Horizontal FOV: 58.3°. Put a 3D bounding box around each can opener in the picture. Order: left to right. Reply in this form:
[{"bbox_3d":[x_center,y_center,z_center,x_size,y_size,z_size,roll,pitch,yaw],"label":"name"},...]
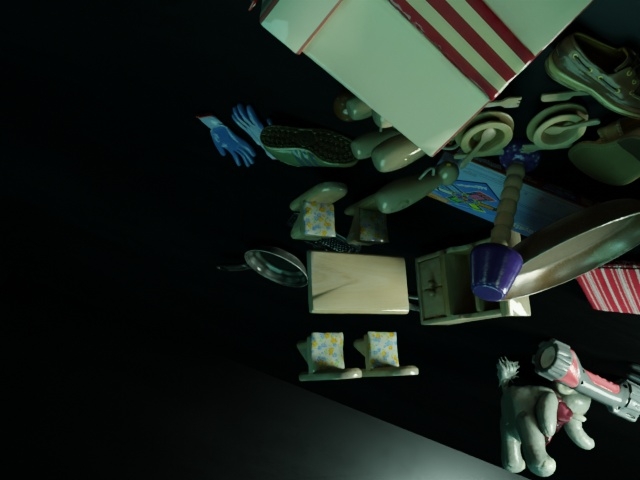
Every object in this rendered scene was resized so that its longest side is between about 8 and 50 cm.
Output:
[{"bbox_3d":[0.843,0.354,1.400,0.186,0.059,0.073,18,153,9],"label":"can opener"}]

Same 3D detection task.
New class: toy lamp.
[{"bbox_3d":[0.288,-0.034,0.891,0.080,0.274,0.080,18,153,10],"label":"toy lamp"}]

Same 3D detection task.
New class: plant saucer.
[{"bbox_3d":[0.420,0.014,0.968,0.311,0.050,0.310,-19,157,-8],"label":"plant saucer"}]

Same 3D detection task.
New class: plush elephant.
[{"bbox_3d":[0.647,0.487,1.607,0.256,0.329,0.271,-1,153,-3],"label":"plush elephant"}]

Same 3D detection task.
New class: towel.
[{"bbox_3d":[0.652,0.093,1.110,0.275,0.031,0.199,0,147,41],"label":"towel"}]

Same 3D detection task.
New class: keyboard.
[{"bbox_3d":[0.000,0.000,1.437,0.192,0.038,0.100,29,153,-9],"label":"keyboard"}]

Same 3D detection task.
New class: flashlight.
[{"bbox_3d":[0.699,0.355,1.481,0.304,0.103,0.103,24,119,-11],"label":"flashlight"}]

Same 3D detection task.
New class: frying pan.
[{"bbox_3d":[-0.158,0.085,1.697,0.197,0.053,0.326,35,152,-23],"label":"frying pan"}]

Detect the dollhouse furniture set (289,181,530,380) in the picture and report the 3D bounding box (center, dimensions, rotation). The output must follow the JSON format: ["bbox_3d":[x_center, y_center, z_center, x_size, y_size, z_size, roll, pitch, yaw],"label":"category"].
[{"bbox_3d":[0.168,0.079,1.127,0.395,0.361,0.256,5,164,-29],"label":"dollhouse furniture set"}]

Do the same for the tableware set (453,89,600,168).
[{"bbox_3d":[0.297,-0.154,0.843,0.194,0.039,0.128,-6,149,1],"label":"tableware set"}]

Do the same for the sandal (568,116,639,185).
[{"bbox_3d":[0.438,-0.137,0.803,0.088,0.079,0.240,45,-177,1],"label":"sandal"}]

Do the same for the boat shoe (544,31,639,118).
[{"bbox_3d":[0.381,-0.210,0.734,0.178,0.064,0.060,25,155,2],"label":"boat shoe"}]

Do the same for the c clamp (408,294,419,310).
[{"bbox_3d":[0.280,0.162,1.535,0.161,0.022,0.137,2,151,33],"label":"c clamp"}]

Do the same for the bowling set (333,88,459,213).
[{"bbox_3d":[0.123,-0.200,0.911,0.199,0.154,0.287,61,171,26],"label":"bowling set"}]

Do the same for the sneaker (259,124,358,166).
[{"bbox_3d":[-0.019,-0.176,1.116,0.192,0.064,0.086,12,169,3],"label":"sneaker"}]

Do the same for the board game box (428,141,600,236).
[{"bbox_3d":[0.336,-0.079,1.046,0.282,0.027,0.145,23,151,1],"label":"board game box"}]

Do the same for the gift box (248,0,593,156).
[{"bbox_3d":[0.074,-0.281,0.604,0.258,0.276,0.255,34,112,-25],"label":"gift box"}]

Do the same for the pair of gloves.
[{"bbox_3d":[-0.159,-0.215,1.190,0.198,0.023,0.159,0,145,39],"label":"pair of gloves"}]
